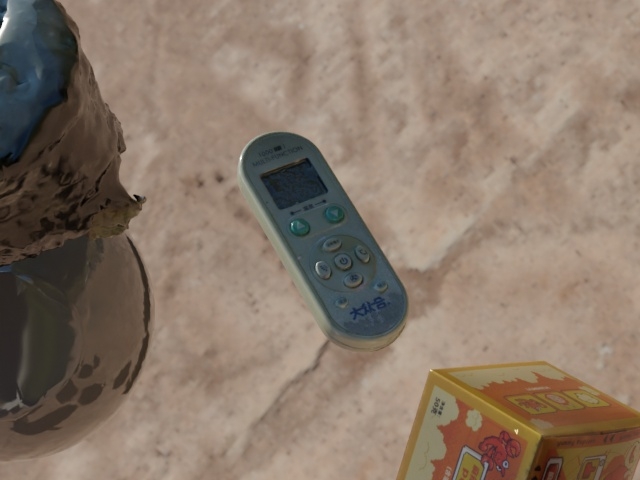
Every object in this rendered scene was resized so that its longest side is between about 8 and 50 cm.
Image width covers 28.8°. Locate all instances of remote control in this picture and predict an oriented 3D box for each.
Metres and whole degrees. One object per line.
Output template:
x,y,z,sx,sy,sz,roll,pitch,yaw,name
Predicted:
0.000,0.000,1.055,0.078,0.042,0.221,-22,63,-19,remote control

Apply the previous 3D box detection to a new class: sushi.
-0.201,-0.036,0.562,0.212,0.115,0.147,-31,66,-12,sushi

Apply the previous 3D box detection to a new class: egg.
-0.193,0.045,0.777,0.176,0.176,0.232,-51,16,-9,egg

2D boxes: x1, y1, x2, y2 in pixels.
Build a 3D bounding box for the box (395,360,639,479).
0.259,0.332,1.656,0.214,0.259,0.283,27,108,42,box
